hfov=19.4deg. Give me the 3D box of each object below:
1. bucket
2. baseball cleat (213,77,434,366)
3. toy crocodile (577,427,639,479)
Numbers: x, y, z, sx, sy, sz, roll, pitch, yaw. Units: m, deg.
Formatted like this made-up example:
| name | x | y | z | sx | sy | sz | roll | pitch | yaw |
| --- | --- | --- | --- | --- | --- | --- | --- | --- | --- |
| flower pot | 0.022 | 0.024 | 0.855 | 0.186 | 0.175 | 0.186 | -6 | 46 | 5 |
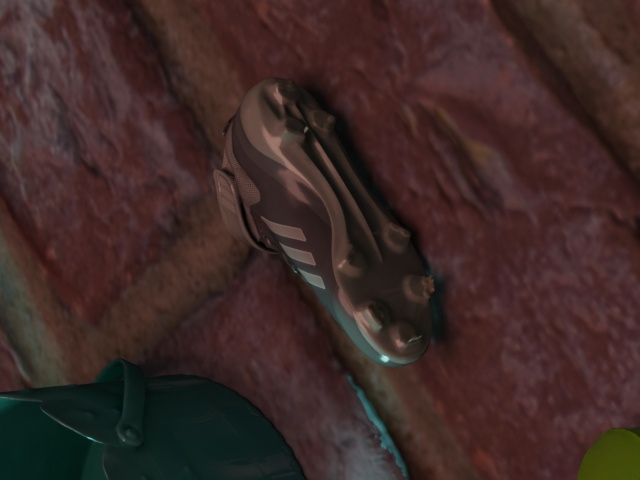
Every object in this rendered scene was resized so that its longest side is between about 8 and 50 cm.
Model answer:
| name | x | y | z | sx | sy | sz | roll | pitch | yaw |
| --- | --- | --- | --- | --- | --- | --- | --- | --- | --- |
| bucket | -0.145 | 0.216 | 1.234 | 0.281 | 0.183 | 0.281 | 5 | 97 | 39 |
| baseball cleat | 0.000 | 0.000 | 1.175 | 0.109 | 0.072 | 0.206 | -47 | 61 | 48 |
| toy crocodile | 0.254 | 0.220 | 0.948 | 0.340 | 0.115 | 0.105 | 50 | 126 | 27 |
